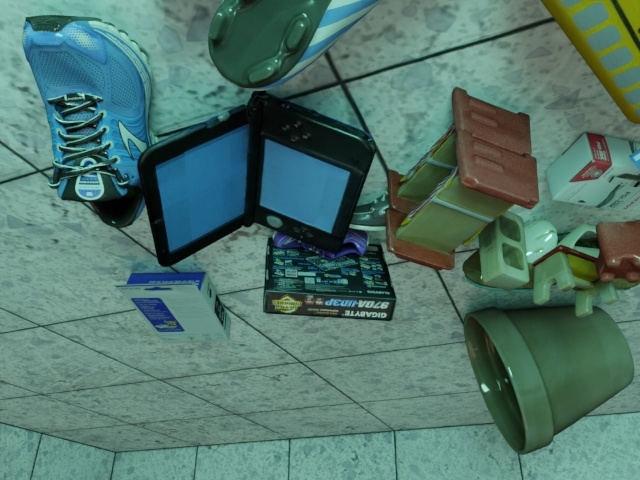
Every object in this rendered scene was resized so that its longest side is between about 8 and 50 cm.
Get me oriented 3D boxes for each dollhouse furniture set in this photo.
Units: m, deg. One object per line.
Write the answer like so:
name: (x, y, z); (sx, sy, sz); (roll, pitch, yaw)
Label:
dollhouse furniture set: (0.296, -0.037, 0.815); (0.374, 0.152, 0.201); (18, 146, -17)

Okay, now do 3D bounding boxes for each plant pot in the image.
plant pot: (0.512, 0.273, 1.276); (0.281, 0.323, 0.323); (-18, 149, -1)

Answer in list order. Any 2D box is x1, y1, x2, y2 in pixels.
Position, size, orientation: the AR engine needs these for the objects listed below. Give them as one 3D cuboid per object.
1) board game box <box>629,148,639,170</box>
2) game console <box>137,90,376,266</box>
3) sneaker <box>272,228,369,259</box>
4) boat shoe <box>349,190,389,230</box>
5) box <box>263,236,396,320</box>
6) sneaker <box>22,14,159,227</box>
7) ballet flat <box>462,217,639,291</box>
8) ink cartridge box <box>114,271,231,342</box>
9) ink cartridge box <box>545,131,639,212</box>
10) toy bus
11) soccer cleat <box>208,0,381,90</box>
board game box: (0.460, -0.148, 0.656); (0.201, 0.035, 0.136); (-27, 168, -38)
game console: (-0.088, -0.044, 0.805); (0.250, 0.173, 0.293); (22, 150, 4)
sneaker: (0.000, 0.000, 0.996); (0.170, 0.071, 0.068); (-1, 150, 4)
boat shoe: (0.113, -0.053, 0.937); (0.206, 0.075, 0.064); (3, 107, 5)
box: (0.011, 0.064, 1.004); (0.220, 0.175, 0.051); (4, 120, -7)
sneaker: (-0.270, -0.127, 0.706); (0.130, 0.147, 0.330); (0, 149, 1)
ballet flat: (0.427, 0.022, 1.009); (0.343, 0.116, 0.124); (4, 129, -6)
ink cartridge box: (-0.309, 0.140, 1.249); (0.166, 0.065, 0.332); (-1, 151, 2)
ink cartridge box: (0.421, -0.097, 0.838); (0.135, 0.056, 0.099); (8, 148, -12)
toy bus: (0.286, -0.249, 0.531); (0.130, 0.108, 0.333); (-24, 142, 38)
soccer cleat: (0.028, -0.268, 0.520); (0.331, 0.143, 0.116); (-36, 103, 19)
